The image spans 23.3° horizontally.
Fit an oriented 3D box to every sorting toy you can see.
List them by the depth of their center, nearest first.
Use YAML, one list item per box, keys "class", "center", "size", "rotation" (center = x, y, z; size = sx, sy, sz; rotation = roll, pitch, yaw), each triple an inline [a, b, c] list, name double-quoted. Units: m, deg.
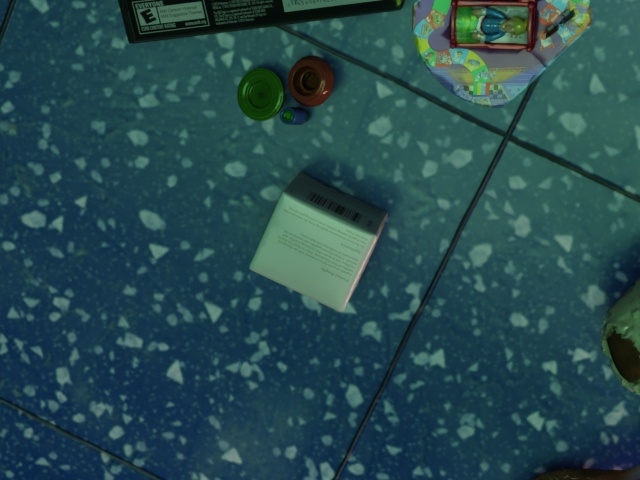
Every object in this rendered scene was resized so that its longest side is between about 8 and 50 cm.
- class: "sorting toy"
  center: [-0.027, -0.142, 1.503]
  size: [0.102, 0.042, 0.061]
  rotation: [-12, 87, 26]

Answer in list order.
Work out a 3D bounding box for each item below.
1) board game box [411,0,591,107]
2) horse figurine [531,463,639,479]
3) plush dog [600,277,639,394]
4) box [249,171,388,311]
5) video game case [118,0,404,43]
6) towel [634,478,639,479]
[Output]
- class: "board game box"
  center: [0.165, -0.206, 1.447]
  size: [0.168, 0.033, 0.133]
  rotation: [-43, 94, 18]
- class: "horse figurine"
  center: [0.341, 0.263, 1.509]
  size: [0.263, 0.066, 0.174]
  rotation: [-29, 96, 36]
- class: "plush dog"
  center: [0.423, 0.068, 1.419]
  size: [0.225, 0.211, 0.262]
  rotation: [44, 138, -18]
- class: "box"
  center: [0.000, 0.000, 1.500]
  size: [0.101, 0.102, 0.087]
  rotation: [25, 106, 3]
- class: "video game case"
  center: [-0.075, -0.317, 1.434]
  size: [0.274, 0.035, 0.248]
  rotation: [-5, 118, 14]
- class: "towel"
  center: [0.359, 0.367, 1.509]
  size: [0.243, 0.040, 0.336]
  rotation: [-18, 112, 33]
